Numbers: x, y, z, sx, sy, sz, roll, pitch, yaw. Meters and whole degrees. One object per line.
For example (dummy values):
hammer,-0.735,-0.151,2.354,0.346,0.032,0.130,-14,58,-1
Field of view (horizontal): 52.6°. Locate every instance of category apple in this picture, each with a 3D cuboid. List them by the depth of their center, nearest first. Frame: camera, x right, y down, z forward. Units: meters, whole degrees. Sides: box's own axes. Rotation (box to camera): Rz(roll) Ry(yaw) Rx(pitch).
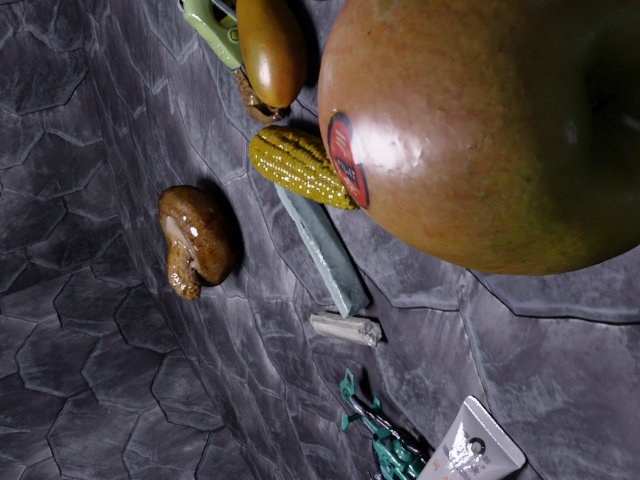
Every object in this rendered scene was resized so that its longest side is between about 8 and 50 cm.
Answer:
apple,0.175,-0.120,0.592,0.305,0.338,0.339,39,143,52

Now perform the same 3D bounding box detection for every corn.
corn,-0.026,-0.145,1.231,0.363,0.120,0.121,27,133,51

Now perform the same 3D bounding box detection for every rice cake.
rice cake,0.000,0.000,1.349,0.337,0.066,0.063,64,155,12
rice cake,0.051,0.191,1.416,0.256,0.052,0.057,-4,109,64

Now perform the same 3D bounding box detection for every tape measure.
tape measure,-0.185,-0.444,1.261,0.177,0.154,0.087,45,169,-27

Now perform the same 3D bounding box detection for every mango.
mango,-0.090,-0.371,1.184,0.138,0.113,0.254,172,84,-68

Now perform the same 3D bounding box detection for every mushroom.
mushroom,-0.369,-0.015,1.932,0.345,0.239,0.346,10,104,45

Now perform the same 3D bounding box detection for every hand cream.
hand cream,0.242,0.428,1.154,0.140,0.089,0.314,47,124,35

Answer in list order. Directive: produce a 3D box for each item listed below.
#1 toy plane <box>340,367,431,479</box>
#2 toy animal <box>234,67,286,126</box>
toy plane,0.151,0.439,1.371,0.381,0.106,0.155,45,140,42
toy animal,-0.151,-0.341,1.397,0.275,0.054,0.149,45,144,42
